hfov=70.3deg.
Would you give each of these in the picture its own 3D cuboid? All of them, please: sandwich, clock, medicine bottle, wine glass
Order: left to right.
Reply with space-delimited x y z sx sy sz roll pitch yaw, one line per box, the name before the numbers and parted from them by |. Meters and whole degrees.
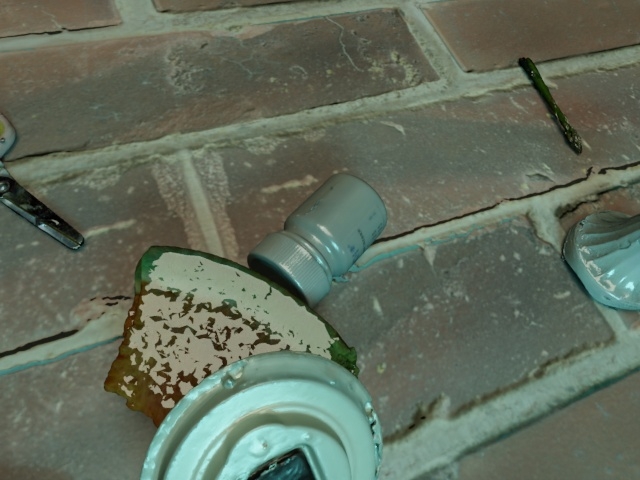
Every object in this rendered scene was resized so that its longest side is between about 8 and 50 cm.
sandwich | -0.111 0.116 0.490 0.292 0.109 0.212 44 63 12
clock | -0.039 0.221 0.414 0.237 0.053 0.236 -3 99 -20
medicine bottle | 0.000 0.000 0.575 0.105 0.105 0.168 39 62 10
wine glass | 0.459 -0.009 0.616 0.165 0.196 0.164 4 61 -7

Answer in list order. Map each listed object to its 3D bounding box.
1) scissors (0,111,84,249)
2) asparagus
scissors | -0.425 -0.083 0.582 0.318 0.024 0.160 33 62 7
asparagus | 0.424 -0.255 0.838 0.022 0.023 0.232 -28 62 25
